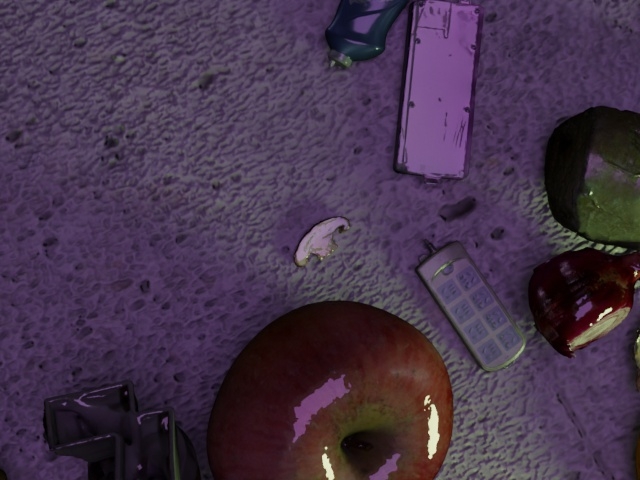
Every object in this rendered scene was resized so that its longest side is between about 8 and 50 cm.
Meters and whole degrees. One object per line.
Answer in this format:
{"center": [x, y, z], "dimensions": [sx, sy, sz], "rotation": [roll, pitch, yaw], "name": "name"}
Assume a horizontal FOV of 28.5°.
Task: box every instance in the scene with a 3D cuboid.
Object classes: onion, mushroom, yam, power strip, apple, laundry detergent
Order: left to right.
{"center": [0.000, 0.000, 1.834], "dimensions": [0.101, 0.019, 0.049], "rotation": [-39, 92, -2], "name": "mushroom"}
{"center": [0.008, 0.243, 1.721], "dimensions": [0.344, 0.269, 0.345], "rotation": [-5, 103, -20], "name": "apple"}
{"center": [0.071, -0.336, 1.824], "dimensions": [0.096, 0.061, 0.206], "rotation": [29, 87, -6], "name": "laundry detergent"}
{"center": [0.172, -0.219, 1.842], "dimensions": [0.109, 0.037, 0.279], "rotation": [6, 89, -4], "name": "power strip"}
{"center": [0.217, 0.091, 1.845], "dimensions": [0.080, 0.029, 0.227], "rotation": [-35, 92, -4], "name": "power strip"}
{"center": [0.380, 0.061, 1.785], "dimensions": [0.198, 0.173, 0.135], "rotation": [-44, 74, 10], "name": "onion"}
{"center": [0.472, -0.077, 1.793], "dimensions": [0.300, 0.195, 0.195], "rotation": [13, 88, -5], "name": "yam"}

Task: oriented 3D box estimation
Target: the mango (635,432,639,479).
{"center": [0.566, 0.383, 1.818], "dimensions": [0.187, 0.144, 0.359], "rotation": [-21, 97, 7], "name": "mango"}

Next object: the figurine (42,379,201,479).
{"center": [-0.241, 0.321, 1.690], "dimensions": [0.167, 0.285, 0.342], "rotation": [-30, 59, -14], "name": "figurine"}

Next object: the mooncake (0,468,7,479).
{"center": [-0.544, 0.367, 1.689], "dimensions": [0.234, 0.235, 0.117], "rotation": [-11, 94, -5], "name": "mooncake"}

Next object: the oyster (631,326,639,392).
{"center": [0.502, 0.158, 1.857], "dimensions": [0.103, 0.051, 0.148], "rotation": [9, 97, -16], "name": "oyster"}
